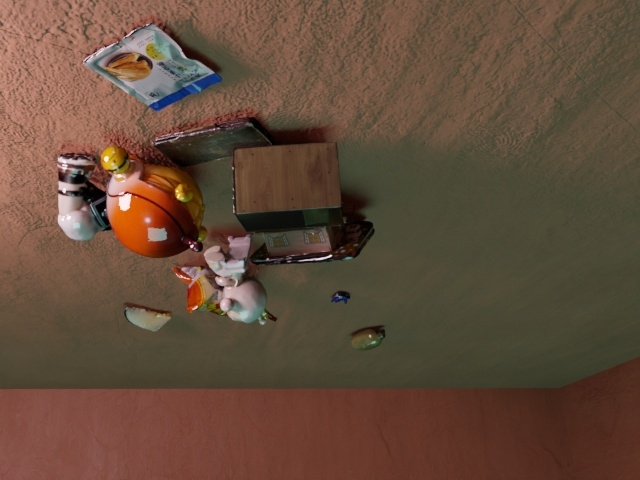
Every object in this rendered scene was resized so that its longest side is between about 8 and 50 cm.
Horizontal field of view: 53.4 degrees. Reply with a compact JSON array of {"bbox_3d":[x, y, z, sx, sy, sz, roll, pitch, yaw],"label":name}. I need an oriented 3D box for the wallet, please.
[{"bbox_3d":[-0.217,-0.202,1.304,0.232,0.031,0.122,-8,159,17],"label":"wallet"}]

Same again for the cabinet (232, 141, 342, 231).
[{"bbox_3d":[-0.065,-0.113,1.353,0.215,0.148,0.175,-3,168,2],"label":"cabinet"}]

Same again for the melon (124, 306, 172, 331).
[{"bbox_3d":[-0.637,0.274,2.287,0.098,0.054,0.182,-30,145,35],"label":"melon"}]

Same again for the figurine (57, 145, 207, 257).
[{"bbox_3d":[-0.394,-0.066,1.385,0.323,0.196,0.320,5,150,7],"label":"figurine"}]

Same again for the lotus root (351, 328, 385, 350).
[{"bbox_3d":[0.200,0.411,2.637,0.090,0.077,0.183,15,152,-35],"label":"lotus root"}]

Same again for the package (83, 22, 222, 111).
[{"bbox_3d":[-0.286,-0.293,1.098,0.171,0.027,0.173,-18,148,30],"label":"package"}]

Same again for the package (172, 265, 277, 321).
[{"bbox_3d":[-0.283,0.156,1.911,0.288,0.223,0.108,10,115,-32],"label":"package"}]

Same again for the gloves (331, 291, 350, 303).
[{"bbox_3d":[0.074,0.204,2.231,0.064,0.026,0.086,2,155,-15],"label":"gloves"}]

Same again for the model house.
[{"bbox_3d":[-0.034,-0.052,1.559,0.294,0.207,0.154,-5,114,25],"label":"model house"}]

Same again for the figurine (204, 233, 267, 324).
[{"bbox_3d":[-0.217,0.123,1.766,0.144,0.182,0.257,-18,122,-6],"label":"figurine"}]
